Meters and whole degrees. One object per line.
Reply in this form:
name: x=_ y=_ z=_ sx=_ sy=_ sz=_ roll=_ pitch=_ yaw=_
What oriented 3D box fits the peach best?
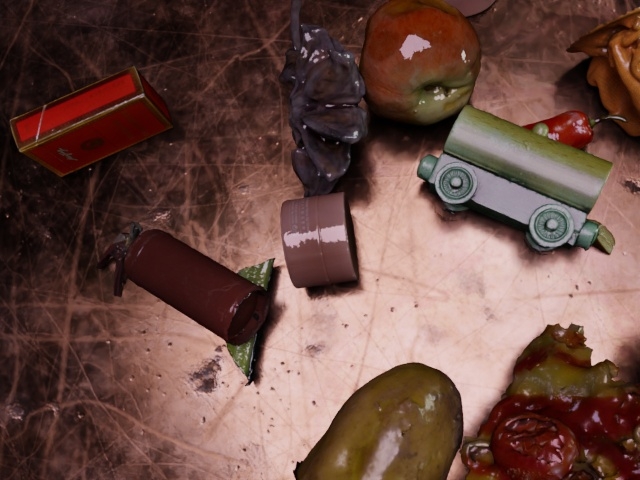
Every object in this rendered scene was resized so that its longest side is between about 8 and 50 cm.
peach: x=0.156 y=-0.308 z=1.233 sx=0.214 sy=0.214 sz=0.236 roll=-19 pitch=44 yaw=4

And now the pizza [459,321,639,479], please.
pizza: x=0.329 y=0.257 z=1.018 sx=0.439 sy=0.130 sz=0.406 roll=-24 pitch=33 yaw=18

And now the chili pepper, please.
chili pepper: x=0.372 y=-0.173 z=1.232 sx=0.272 sy=0.063 sz=0.071 roll=-11 pitch=78 yaw=18

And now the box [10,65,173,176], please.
box: x=-0.403 y=-0.208 z=1.308 sx=0.239 sy=0.153 sz=0.074 roll=-24 pitch=80 yaw=2

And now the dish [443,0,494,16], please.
dish: x=0.233 y=-0.512 z=1.315 sx=0.213 sy=0.090 sz=0.213 roll=-2 pitch=77 yaw=8

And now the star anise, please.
star anise: x=0.012 y=-0.243 z=1.225 sx=0.139 sy=0.316 sz=0.360 roll=-8 pitch=117 yaw=-22

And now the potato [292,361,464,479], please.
potato: x=0.109 y=0.307 z=1.091 sx=0.229 sy=0.229 sz=0.266 roll=38 pitch=89 yaw=14

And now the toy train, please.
toy train: x=0.316 y=-0.097 z=1.192 sx=0.307 sy=0.126 sz=0.190 roll=25 pitch=83 yaw=14

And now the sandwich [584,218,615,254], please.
sandwich: x=0.448 y=-0.013 z=1.198 sx=0.083 sy=0.044 sz=0.031 roll=31 pitch=79 yaw=11

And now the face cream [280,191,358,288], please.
face cream: x=0.000 y=0.000 z=1.204 sx=0.104 sy=0.149 sz=0.149 roll=-8 pitch=76 yaw=7

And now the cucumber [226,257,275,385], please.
cucumber: x=-0.127 y=0.135 z=1.248 sx=0.070 sy=0.046 sz=0.220 roll=8 pitch=77 yaw=12

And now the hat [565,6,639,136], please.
hat: x=0.539 y=-0.237 z=1.164 sx=0.233 sy=0.244 sz=0.233 roll=-16 pitch=89 yaw=12

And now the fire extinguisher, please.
fire extinguisher: x=-0.251 y=0.075 z=1.241 sx=0.337 sy=0.106 sz=0.147 roll=27 pitch=100 yaw=27
